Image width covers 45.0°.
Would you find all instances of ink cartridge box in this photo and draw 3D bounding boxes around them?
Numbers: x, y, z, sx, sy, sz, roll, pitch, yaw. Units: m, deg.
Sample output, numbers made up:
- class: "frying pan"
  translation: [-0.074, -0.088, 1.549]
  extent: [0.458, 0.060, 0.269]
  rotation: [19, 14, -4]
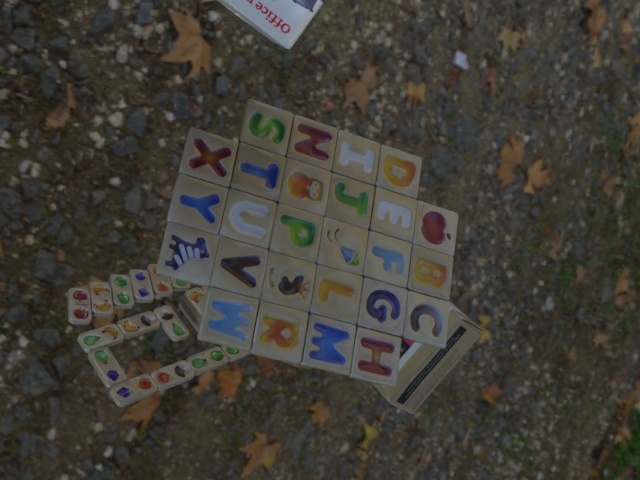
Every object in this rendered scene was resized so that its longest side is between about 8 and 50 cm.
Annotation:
- class: "ink cartridge box"
  translation: [0.137, 0.157, 1.378]
  extent: [0.193, 0.234, 0.088]
  rotation: [-52, 136, 5]
- class: "ink cartridge box"
  translation: [-0.053, -0.432, 1.148]
  extent: [0.172, 0.100, 0.237]
  rotation: [32, 100, -26]

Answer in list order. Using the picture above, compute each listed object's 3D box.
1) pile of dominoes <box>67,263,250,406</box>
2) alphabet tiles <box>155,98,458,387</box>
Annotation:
- class: "pile of dominoes"
  translation: [-0.211, 0.100, 1.058]
  extent: [0.251, 0.196, 0.040]
  rotation: [-17, 147, -44]
- class: "alphabet tiles"
  translation: [0.000, 0.000, 0.865]
  extent: [0.342, 0.011, 0.285]
  rotation: [17, 68, -18]
